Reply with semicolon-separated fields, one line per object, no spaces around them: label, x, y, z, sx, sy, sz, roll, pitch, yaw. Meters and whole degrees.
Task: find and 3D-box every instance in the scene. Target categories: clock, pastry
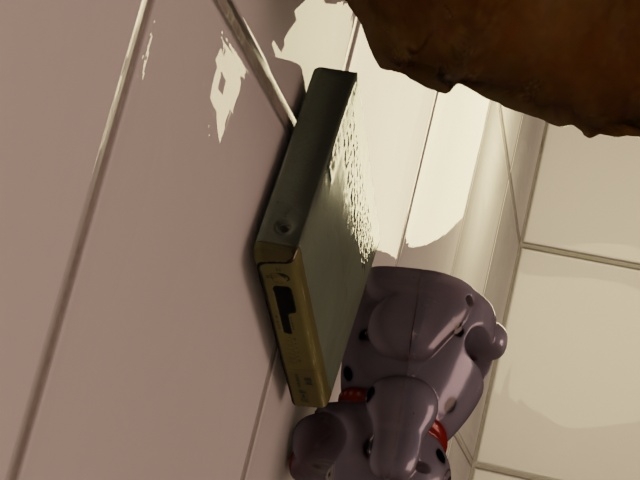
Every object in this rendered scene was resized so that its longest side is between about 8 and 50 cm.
clock;0.071;0.175;1.455;0.189;0.189;0.254;83;21;-54
pastry;0.198;-0.264;1.091;0.245;0.409;0.410;-72;169;-66

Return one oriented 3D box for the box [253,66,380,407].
box;0.000;0.000;1.293;0.270;0.045;0.211;78;26;-60
